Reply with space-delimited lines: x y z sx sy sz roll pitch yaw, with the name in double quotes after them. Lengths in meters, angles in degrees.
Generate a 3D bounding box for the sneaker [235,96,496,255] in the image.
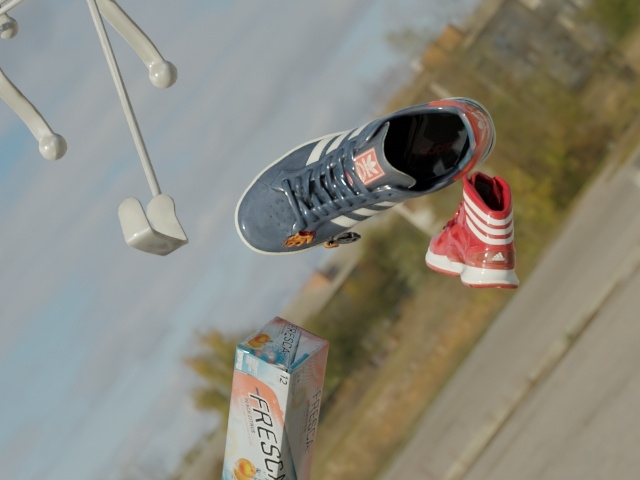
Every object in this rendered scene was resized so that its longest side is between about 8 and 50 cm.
0.048 -0.085 2.359 0.350 0.131 0.148 -27 0 7 "sneaker"

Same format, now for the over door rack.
-0.219 -0.056 1.408 0.239 0.324 0.108 -31 -39 19 "over door rack"

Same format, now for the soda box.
-0.041 0.159 1.647 0.063 0.058 0.183 -37 -37 -46 "soda box"

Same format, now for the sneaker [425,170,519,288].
0.184 -0.020 2.214 0.221 0.087 0.128 -153 66 -71 "sneaker"

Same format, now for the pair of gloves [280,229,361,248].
0.000 0.000 2.128 0.074 0.083 0.010 151 117 -67 "pair of gloves"
